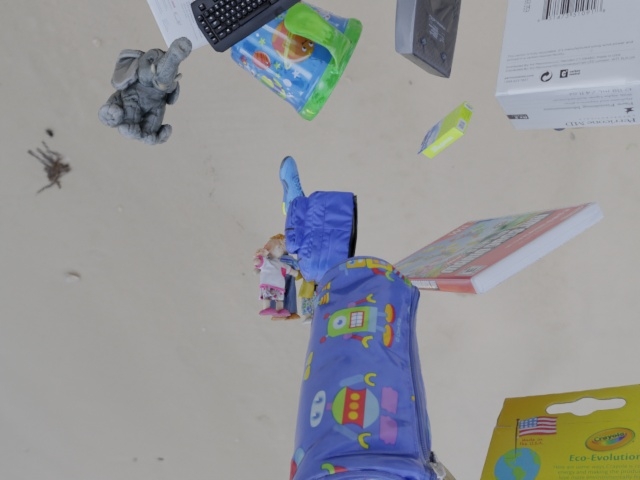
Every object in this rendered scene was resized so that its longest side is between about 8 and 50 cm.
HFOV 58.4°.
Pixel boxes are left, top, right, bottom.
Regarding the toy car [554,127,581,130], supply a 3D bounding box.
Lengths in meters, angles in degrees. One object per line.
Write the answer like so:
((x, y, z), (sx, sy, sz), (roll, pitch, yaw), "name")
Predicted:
((0.636, -0.339, 1.418), (0.155, 0.149, 0.188), (-8, 154, 19), "toy car")

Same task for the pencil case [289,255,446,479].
((0.045, 0.140, 0.546), (0.133, 0.306, 0.119), (-19, 119, 16), "pencil case")

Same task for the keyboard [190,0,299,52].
((-0.077, -0.325, 0.704), (0.192, 0.038, 0.100), (-35, 97, 0), "keyboard")

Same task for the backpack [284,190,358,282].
((0.000, 0.000, 0.797), (0.101, 0.120, 0.098), (1, 170, 0), "backpack")

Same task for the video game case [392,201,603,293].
((0.216, 0.014, 0.803), (0.204, 0.285, 0.025), (-28, 96, -18), "video game case")

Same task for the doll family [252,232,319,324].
((-0.046, 0.072, 1.088), (0.263, 0.163, 0.118), (13, 159, -40), "doll family")

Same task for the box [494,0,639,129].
((0.353, -0.261, 0.786), (0.181, 0.182, 0.119), (3, 167, 34), "box")

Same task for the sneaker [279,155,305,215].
((-0.077, -0.162, 1.787), (0.082, 0.069, 0.209), (21, 127, 36), "sneaker")

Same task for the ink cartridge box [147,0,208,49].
((-0.311, -0.654, 1.443), (0.271, 0.130, 0.309), (-23, 159, -6), "ink cartridge box")

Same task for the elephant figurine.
((-0.361, -0.338, 1.226), (0.186, 0.169, 0.239), (28, 104, 9), "elephant figurine")

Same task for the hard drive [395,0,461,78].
((0.203, -0.446, 1.058), (0.054, 0.255, 0.172), (8, -179, 38), "hard drive")

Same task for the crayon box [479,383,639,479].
((0.244, 0.273, 0.523), (0.202, 0.318, 0.081), (-20, 111, 39), "crayon box")

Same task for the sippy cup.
((-0.063, -0.409, 1.217), (0.224, 0.240, 0.305), (27, 141, -11), "sippy cup")

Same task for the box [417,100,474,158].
((0.354, -0.308, 1.625), (0.042, 0.109, 0.178), (33, 152, -12), "box")

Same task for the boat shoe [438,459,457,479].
((0.122, 0.367, 0.609), (0.121, 0.110, 0.341), (-32, 85, 27), "boat shoe")
